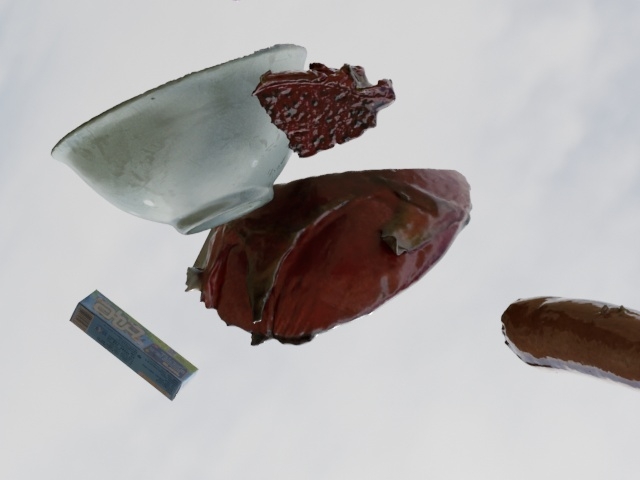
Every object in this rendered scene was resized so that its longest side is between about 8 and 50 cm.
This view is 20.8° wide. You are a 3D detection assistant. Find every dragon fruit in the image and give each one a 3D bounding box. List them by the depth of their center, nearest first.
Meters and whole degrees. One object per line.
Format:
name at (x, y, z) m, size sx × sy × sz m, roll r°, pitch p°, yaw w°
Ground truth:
dragon fruit at (0.010, -0.151, 1.751) m, size 0.131 × 0.097 × 0.063 m, roll -21°, pitch -157°, yaw 22°
dragon fruit at (0.000, 0.000, 2.047) m, size 0.344 × 0.100 × 0.282 m, roll -8°, pitch -136°, yaw 17°

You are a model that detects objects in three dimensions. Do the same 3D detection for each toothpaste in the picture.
toothpaste at (-0.263, 0.146, 2.506) m, size 0.070 × 0.193 × 0.044 m, roll -41°, pitch 165°, yaw -54°

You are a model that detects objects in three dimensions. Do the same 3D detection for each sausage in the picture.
sausage at (0.339, 0.121, 1.805) m, size 0.419 × 0.094 × 0.094 m, roll 13°, pitch -88°, yaw 56°

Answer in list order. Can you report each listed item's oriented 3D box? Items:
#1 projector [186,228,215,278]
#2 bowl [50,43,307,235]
projector at (-0.091, 0.037, 2.351) m, size 0.115 × 0.147 × 0.061 m, roll -64°, pitch -161°, yaw 0°
bowl at (-0.130, -0.092, 1.955) m, size 0.313 × 0.146 × 0.313 m, roll -24°, pitch 176°, yaw -2°
